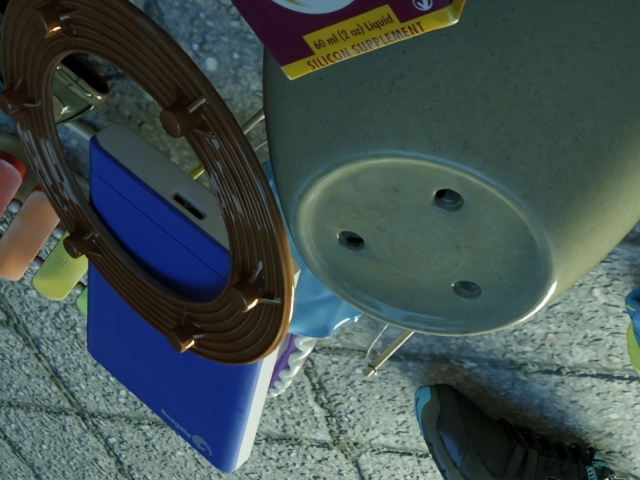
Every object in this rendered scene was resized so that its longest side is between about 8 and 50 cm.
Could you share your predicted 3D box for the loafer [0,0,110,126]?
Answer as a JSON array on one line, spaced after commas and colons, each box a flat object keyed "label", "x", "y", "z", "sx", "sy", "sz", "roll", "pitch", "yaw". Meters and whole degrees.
[{"label": "loafer", "x": -0.271, "y": -0.202, "z": 0.860, "sx": 0.084, "sy": 0.096, "sz": 0.267, "roll": -16, "pitch": 138, "yaw": 13}]

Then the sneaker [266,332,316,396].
[{"label": "sneaker", "x": -0.042, "y": 0.067, "z": 1.053, "sx": 0.105, "sy": 0.095, "sz": 0.236, "roll": 27, "pitch": 136, "yaw": 2}]

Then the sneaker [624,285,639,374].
[{"label": "sneaker", "x": 0.366, "y": 0.072, "z": 0.859, "sx": 0.240, "sy": 0.091, "sz": 0.126, "roll": -9, "pitch": 132, "yaw": 34}]

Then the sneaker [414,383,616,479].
[{"label": "sneaker", "x": 0.239, "y": 0.255, "z": 1.140, "sx": 0.140, "sy": 0.125, "sz": 0.341, "roll": -40, "pitch": 111, "yaw": 18}]

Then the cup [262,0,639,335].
[{"label": "cup", "x": 0.093, "y": -0.078, "z": 0.697, "sx": 0.331, "sy": 0.237, "sz": 0.331, "roll": 13, "pitch": 140, "yaw": 12}]

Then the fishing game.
[{"label": "fishing game", "x": 0.000, "y": 0.000, "z": 0.922, "sx": 0.189, "sy": 0.041, "sz": 0.264, "roll": -46, "pitch": 111, "yaw": 2}]

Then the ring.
[{"label": "ring", "x": -0.149, "y": -0.040, "z": 0.791, "sx": 0.337, "sy": 0.032, "sz": 0.336, "roll": 34, "pitch": 143, "yaw": 30}]

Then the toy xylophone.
[{"label": "toy xylophone", "x": -0.249, "y": -0.011, "z": 1.061, "sx": 0.323, "sy": 0.081, "sz": 0.236, "roll": 28, "pitch": 141, "yaw": -8}]

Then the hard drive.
[{"label": "hard drive", "x": -0.131, "y": 0.067, "z": 0.944, "sx": 0.210, "sy": 0.040, "sz": 0.318, "roll": 38, "pitch": 143, "yaw": 17}]

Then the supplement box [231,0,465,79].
[{"label": "supplement box", "x": -0.015, "y": -0.179, "z": 0.471, "sx": 0.104, "sy": 0.080, "sz": 0.188, "roll": -13, "pitch": 130, "yaw": 36}]
